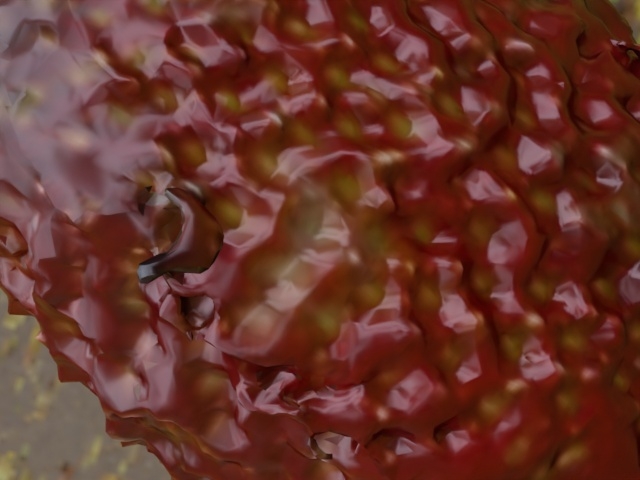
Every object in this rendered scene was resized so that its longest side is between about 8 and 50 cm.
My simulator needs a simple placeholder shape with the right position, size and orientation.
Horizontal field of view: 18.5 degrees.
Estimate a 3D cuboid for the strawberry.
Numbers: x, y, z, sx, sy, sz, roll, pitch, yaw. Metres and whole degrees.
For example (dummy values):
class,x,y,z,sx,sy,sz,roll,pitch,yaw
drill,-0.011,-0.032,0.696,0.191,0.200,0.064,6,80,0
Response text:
class,x,y,z,sx,sy,sz,roll,pitch,yaw
strawberry,0.001,0.001,0.787,0.292,0.343,0.292,-17,66,42
